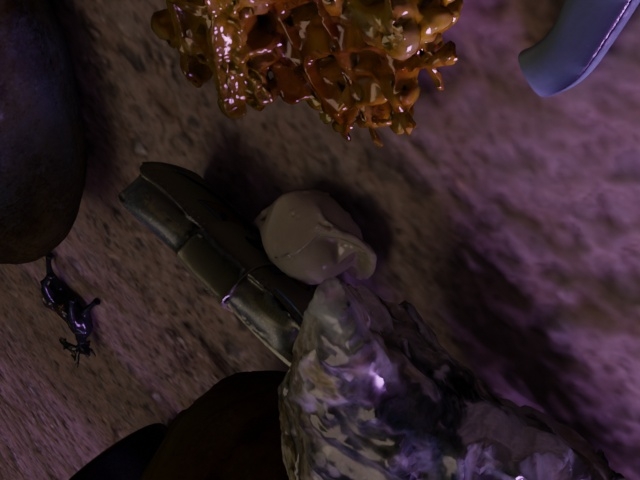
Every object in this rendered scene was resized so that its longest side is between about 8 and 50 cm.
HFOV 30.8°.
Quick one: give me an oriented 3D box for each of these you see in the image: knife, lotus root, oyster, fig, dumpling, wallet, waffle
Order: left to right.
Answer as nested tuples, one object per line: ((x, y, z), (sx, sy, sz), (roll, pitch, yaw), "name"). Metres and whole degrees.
((-0.242, -0.106, 0.769), (0.158, 0.140, 0.322), (38, 147, 25), "lotus root")
((-0.078, 0.235, 0.733), (0.217, 0.321, 0.217), (41, 155, 24), "fig")
((-0.042, 0.016, 0.685), (0.155, 0.039, 0.110), (43, -174, 15), "wallet")
((-0.021, -0.128, 0.484), (0.197, 0.070, 0.193), (46, 151, 11), "waffle")
((0.000, -0.002, 0.641), (0.076, 0.057, 0.052), (-32, 57, 40), "dumpling")
((0.078, 0.159, 0.573), (0.158, 0.162, 0.351), (-17, 112, 39), "oyster")
((0.110, -0.108, 0.373), (0.028, 0.015, 0.210), (51, 152, 14), "knife")

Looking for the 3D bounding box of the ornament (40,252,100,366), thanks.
((-0.236, 0.070, 1.086), (0.073, 0.028, 0.125), (42, 149, 17), "ornament")

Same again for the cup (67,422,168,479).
((-0.156, 0.297, 1.092), (0.177, 0.166, 0.239), (48, 151, 14), "cup")
